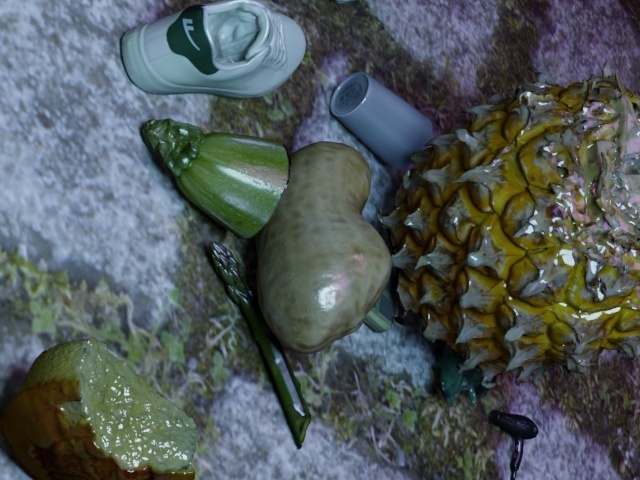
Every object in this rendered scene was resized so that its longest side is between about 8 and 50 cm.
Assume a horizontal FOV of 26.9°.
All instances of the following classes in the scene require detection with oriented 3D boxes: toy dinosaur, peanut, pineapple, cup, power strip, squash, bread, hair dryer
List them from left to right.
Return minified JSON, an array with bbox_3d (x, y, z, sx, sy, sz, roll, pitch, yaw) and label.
[{"bbox_3d":[-0.181,0.155,1.071,0.156,0.125,0.086,41,39,-24],"label":"bread"},{"bbox_3d":[-0.109,-0.071,1.289,0.132,0.105,0.105,23,59,-33],"label":"squash"},{"bbox_3d":[0.000,0.000,1.356,0.137,0.122,0.253,5,52,-14],"label":"peanut"},{"bbox_3d":[0.031,0.033,1.479,0.169,0.028,0.076,40,49,-38],"label":"power strip"},{"bbox_3d":[0.068,-0.150,1.573,0.116,0.074,0.104,35,27,-36],"label":"cup"},{"bbox_3d":[0.198,0.094,1.643,0.120,0.079,0.292,59,41,-29],"label":"toy dinosaur"},{"bbox_3d":[0.240,0.258,1.684,0.079,0.031,0.083,23,68,-35],"label":"hair dryer"},{"bbox_3d":[0.262,-0.019,1.468,0.352,0.300,0.353,12,67,-30],"label":"pineapple"}]

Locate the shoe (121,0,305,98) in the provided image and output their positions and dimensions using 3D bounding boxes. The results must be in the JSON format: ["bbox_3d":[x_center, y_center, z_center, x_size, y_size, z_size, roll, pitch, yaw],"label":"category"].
[{"bbox_3d":[-0.076,-0.197,1.354,0.265,0.110,0.095,-19,92,-52],"label":"shoe"}]

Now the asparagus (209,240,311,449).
[{"bbox_3d":[-0.056,0.102,1.338,0.236,0.027,0.034,66,26,-13],"label":"asparagus"}]

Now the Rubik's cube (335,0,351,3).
[{"bbox_3d":[0.084,-0.449,1.494,0.259,0.253,0.256,40,46,-58],"label":"Rubik's cube"}]
